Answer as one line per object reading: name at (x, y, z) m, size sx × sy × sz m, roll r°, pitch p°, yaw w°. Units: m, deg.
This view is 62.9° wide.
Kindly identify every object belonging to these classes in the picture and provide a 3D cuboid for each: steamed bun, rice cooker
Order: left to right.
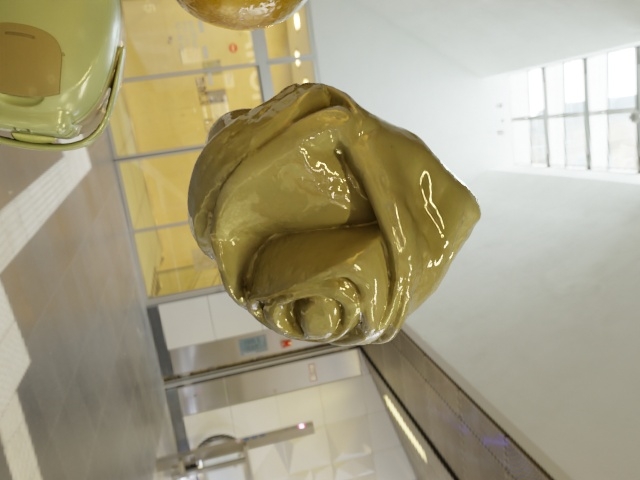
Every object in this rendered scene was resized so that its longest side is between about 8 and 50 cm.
rice cooker at (-0.257, -0.188, 0.494) m, size 0.127 × 0.145 × 0.206 m, roll -145°, pitch -118°, yaw -80°
steamed bun at (0.000, 0.000, 0.672) m, size 0.342 × 0.368 × 0.255 m, roll -25°, pitch -140°, yaw 60°

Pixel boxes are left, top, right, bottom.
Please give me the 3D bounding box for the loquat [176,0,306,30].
loquat at (-0.160, -0.537, 0.931) m, size 0.360 × 0.328 × 0.328 m, roll 4°, pitch -72°, yaw 42°
